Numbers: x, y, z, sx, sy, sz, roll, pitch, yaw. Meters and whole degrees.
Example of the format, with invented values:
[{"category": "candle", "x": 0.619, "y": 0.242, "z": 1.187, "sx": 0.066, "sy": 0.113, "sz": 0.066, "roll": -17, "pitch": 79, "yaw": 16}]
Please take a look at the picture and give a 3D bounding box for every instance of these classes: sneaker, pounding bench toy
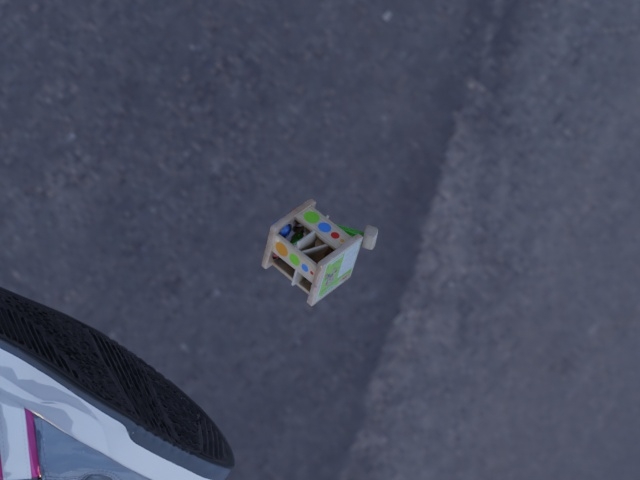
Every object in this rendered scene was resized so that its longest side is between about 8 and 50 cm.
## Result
[{"category": "sneaker", "x": -0.210, "y": 0.122, "z": 0.924, "sx": 0.295, "sy": 0.124, "sz": 0.178, "roll": 28, "pitch": 104, "yaw": -19}, {"category": "pounding bench toy", "x": 0.000, "y": 0.000, "z": 1.404, "sx": 0.083, "sy": 0.065, "sz": 0.052, "roll": -36, "pitch": 154, "yaw": -37}]
